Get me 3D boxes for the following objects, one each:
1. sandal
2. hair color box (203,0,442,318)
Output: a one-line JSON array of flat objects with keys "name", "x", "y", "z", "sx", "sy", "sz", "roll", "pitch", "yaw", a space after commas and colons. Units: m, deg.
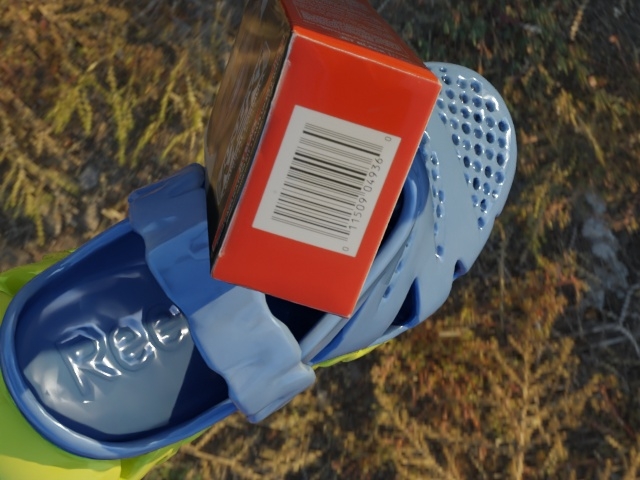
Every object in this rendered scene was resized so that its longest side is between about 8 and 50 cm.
[{"name": "sandal", "x": 0.000, "y": 0.000, "z": 0.508, "sx": 0.138, "sy": 0.317, "sz": 0.126, "roll": -31, "pitch": 94, "yaw": 48}, {"name": "hair color box", "x": -0.006, "y": -0.039, "z": 0.373, "sx": 0.043, "sy": 0.141, "sz": 0.072, "roll": 17, "pitch": 106, "yaw": -11}]
